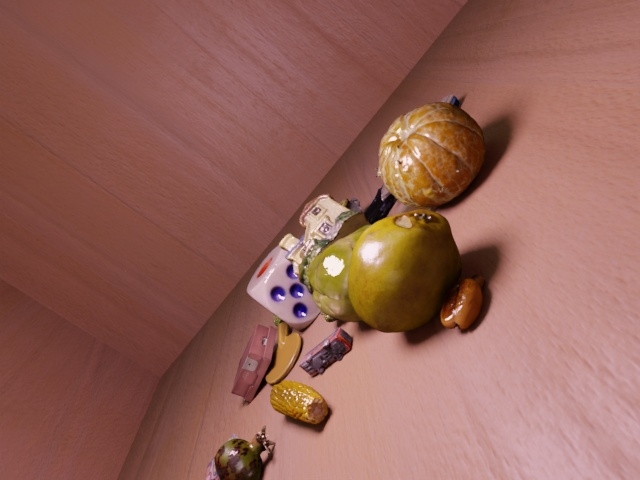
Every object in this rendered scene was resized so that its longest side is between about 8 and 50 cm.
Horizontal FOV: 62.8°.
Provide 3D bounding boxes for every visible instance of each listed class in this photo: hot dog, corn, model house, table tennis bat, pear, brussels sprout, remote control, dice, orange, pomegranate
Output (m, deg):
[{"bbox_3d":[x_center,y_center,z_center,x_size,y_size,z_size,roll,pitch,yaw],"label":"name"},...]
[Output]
[{"bbox_3d":[0.307,0.128,1.119,0.090,0.060,0.140,-31,32,48],"label":"hot dog"},{"bbox_3d":[-0.069,0.447,1.472,0.101,0.101,0.310,-58,13,-22],"label":"corn"},{"bbox_3d":[0.000,0.000,1.778,0.321,0.261,0.266,-49,51,-5],"label":"model house"},{"bbox_3d":[-0.138,0.400,1.937,0.198,0.050,0.321,-51,16,16],"label":"table tennis bat"},{"bbox_3d":[0.194,0.072,1.239,0.269,0.269,0.321,-81,12,-63],"label":"pear"},{"bbox_3d":[0.094,0.097,1.502,0.317,0.243,0.273,-31,23,52],"label":"brussels sprout"},{"bbox_3d":[0.253,-0.172,2.046,0.398,0.062,0.145,-57,15,-16],"label":"remote control"},{"bbox_3d":[-0.117,0.176,2.008,0.243,0.251,0.259,-53,13,-10],"label":"dice"},{"bbox_3d":[0.324,-0.255,1.561,0.329,0.249,0.329,-33,43,36],"label":"orange"},{"bbox_3d":[-0.211,0.620,1.474,0.169,0.148,0.148,-26,17,4],"label":"pomegranate"}]

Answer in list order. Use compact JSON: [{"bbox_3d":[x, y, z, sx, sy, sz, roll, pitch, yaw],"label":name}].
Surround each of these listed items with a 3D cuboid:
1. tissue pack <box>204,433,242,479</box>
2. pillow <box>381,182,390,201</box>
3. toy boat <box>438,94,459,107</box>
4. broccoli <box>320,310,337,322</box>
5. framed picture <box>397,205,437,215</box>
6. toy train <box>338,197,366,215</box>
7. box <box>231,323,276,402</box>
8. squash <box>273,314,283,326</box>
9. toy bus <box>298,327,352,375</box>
[{"bbox_3d":[-0.301,0.710,1.659,0.155,0.065,0.115,-50,13,9],"label":"tissue pack"},{"bbox_3d":[0.315,-0.244,1.881,0.255,0.059,0.169,-30,27,37],"label":"pillow"},{"bbox_3d":[0.439,-0.445,2.056,0.295,0.088,0.129,-58,14,-24],"label":"toy boat"},{"bbox_3d":[0.044,0.198,1.680,0.131,0.120,0.130,-59,8,-10],"label":"broccoli"},{"bbox_3d":[0.327,-0.111,1.734,0.324,0.020,0.240,-54,13,-4],"label":"framed picture"},{"bbox_3d":[0.089,-0.052,2.158,0.260,0.134,0.177,-60,6,-29],"label":"toy train"},{"bbox_3d":[-0.250,0.457,1.981,0.215,0.086,0.215,-86,19,-66],"label":"box"},{"bbox_3d":[-0.124,0.197,2.269,0.118,0.118,0.370,-28,30,60],"label":"squash"},{"bbox_3d":[0.015,0.332,1.561,0.192,0.065,0.077,-44,9,33],"label":"toy bus"}]
